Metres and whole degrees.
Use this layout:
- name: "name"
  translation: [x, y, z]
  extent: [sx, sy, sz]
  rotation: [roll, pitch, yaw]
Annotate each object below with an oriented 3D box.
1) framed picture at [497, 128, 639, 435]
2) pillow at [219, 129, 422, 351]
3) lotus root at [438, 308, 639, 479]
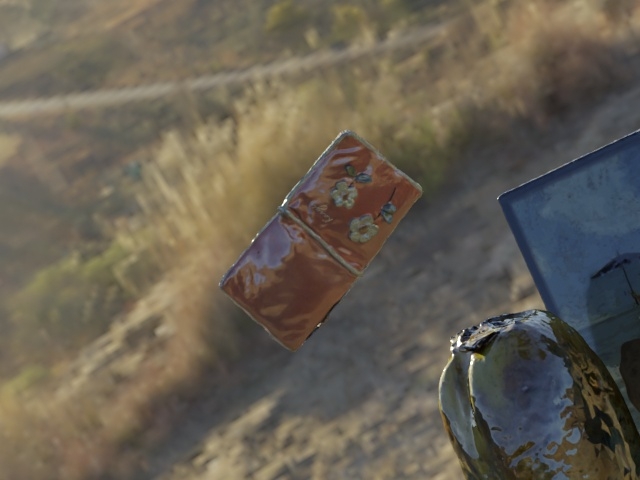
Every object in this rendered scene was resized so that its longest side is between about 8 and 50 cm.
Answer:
- name: "framed picture"
  translation: [0.352, 0.061, 1.729]
  extent: [0.265, 0.347, 0.016]
  rotation: [-25, -5, 26]
- name: "pillow"
  translation: [0.000, 0.000, 1.913]
  extent: [0.232, 0.126, 0.043]
  rotation: [-52, 16, 1]
- name: "lotus root"
  translation: [0.212, 0.194, 1.574]
  extent: [0.152, 0.275, 0.160]
  rotation: [-15, 11, 45]
